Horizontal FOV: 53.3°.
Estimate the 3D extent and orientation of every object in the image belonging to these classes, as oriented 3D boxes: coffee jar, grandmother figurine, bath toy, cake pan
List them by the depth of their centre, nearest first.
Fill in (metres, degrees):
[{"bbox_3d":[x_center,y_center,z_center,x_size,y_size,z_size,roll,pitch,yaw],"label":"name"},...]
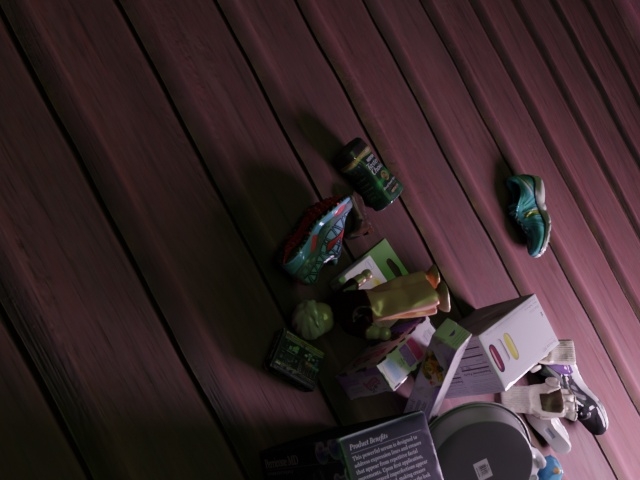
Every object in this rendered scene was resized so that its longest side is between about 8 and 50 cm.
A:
[{"bbox_3d":[0.105,0.148,1.403,0.343,0.207,0.104,-12,118,-4],"label":"grandmother figurine"},{"bbox_3d":[0.353,0.508,1.445,0.293,0.054,0.293,-3,103,-11],"label":"cake pan"},{"bbox_3d":[0.411,0.518,1.553,0.348,0.129,0.151,30,96,-17],"label":"bath toy"},{"bbox_3d":[0.121,-0.170,1.629,0.184,0.079,0.096,47,53,-11],"label":"coffee jar"}]

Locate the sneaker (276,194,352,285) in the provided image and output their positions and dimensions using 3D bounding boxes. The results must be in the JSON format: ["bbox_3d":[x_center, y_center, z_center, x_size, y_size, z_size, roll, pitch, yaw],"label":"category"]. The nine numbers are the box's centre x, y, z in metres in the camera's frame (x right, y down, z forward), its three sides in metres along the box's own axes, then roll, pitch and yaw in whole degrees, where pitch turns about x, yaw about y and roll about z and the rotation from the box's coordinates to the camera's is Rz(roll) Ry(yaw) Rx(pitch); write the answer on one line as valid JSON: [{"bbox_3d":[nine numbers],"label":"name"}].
[{"bbox_3d":[0.000,0.000,1.490,0.262,0.104,0.125,-51,121,-32],"label":"sneaker"}]

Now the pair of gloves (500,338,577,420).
[{"bbox_3d":[0.593,0.360,1.727,0.204,0.042,0.240,10,63,2],"label":"pair of gloves"}]

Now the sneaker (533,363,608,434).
[{"bbox_3d":[0.689,0.443,1.802,0.124,0.107,0.283,-31,87,-25],"label":"sneaker"}]

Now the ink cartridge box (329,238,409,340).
[{"bbox_3d":[0.150,0.110,1.564,0.235,0.056,0.171,-36,95,-36],"label":"ink cartridge box"}]

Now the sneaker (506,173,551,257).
[{"bbox_3d":[0.626,-0.076,1.951,0.110,0.107,0.275,2,66,-14],"label":"sneaker"}]

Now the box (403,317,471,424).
[{"bbox_3d":[0.251,0.305,1.410,0.063,0.323,0.067,34,49,25],"label":"box"}]

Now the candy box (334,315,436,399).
[{"bbox_3d":[0.153,0.265,1.437,0.196,0.165,0.070,-36,94,-38],"label":"candy box"}]

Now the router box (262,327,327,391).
[{"bbox_3d":[-0.055,0.259,1.376,0.122,0.038,0.092,35,57,-20],"label":"router box"}]

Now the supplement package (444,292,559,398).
[{"bbox_3d":[0.425,0.265,1.601,0.262,0.204,0.145,-26,89,-39],"label":"supplement package"}]

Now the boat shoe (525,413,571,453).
[{"bbox_3d":[0.623,0.495,1.749,0.184,0.066,0.063,48,25,2],"label":"boat shoe"}]

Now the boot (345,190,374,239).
[{"bbox_3d":[0.082,-0.063,1.588,0.106,0.037,0.114,-16,86,-51],"label":"boot"}]

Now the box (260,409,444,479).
[{"bbox_3d":[0.085,0.551,1.194,0.212,0.293,0.395,-5,73,-36],"label":"box"}]
